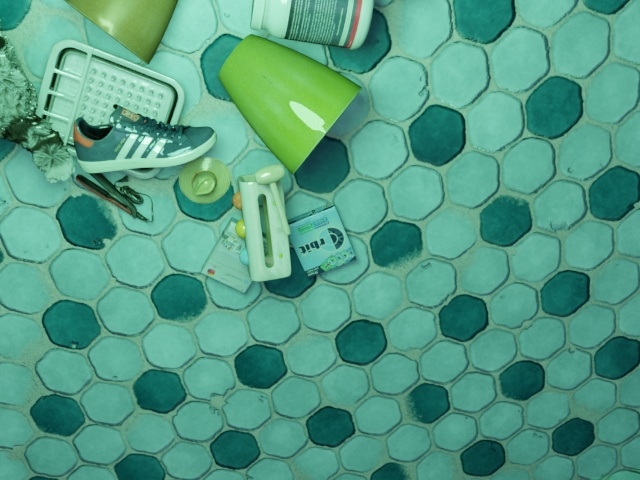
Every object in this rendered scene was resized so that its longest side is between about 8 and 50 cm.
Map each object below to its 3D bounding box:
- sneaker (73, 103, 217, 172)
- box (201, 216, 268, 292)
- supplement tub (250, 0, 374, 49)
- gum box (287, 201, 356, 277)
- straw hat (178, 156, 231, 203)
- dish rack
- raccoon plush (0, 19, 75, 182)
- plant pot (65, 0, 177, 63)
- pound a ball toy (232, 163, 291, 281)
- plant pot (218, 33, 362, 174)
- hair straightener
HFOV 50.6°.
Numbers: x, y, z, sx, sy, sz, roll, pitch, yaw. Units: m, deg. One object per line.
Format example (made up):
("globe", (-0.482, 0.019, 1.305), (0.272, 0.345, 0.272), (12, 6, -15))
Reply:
("sneaker", (-0.434, -0.263, 1.651), (0.349, 0.131, 0.148), (-9, 122, -2))
("box", (-0.237, 0.044, 1.952), (0.145, 0.038, 0.186), (27, 109, -17))
("supplement tub", (-0.021, -0.563, 1.594), (0.272, 0.191, 0.191), (6, 115, -10))
("gum box", (0.000, 0.000, 1.955), (0.156, 0.041, 0.185), (-22, 115, 4))
("straw hat", (-0.315, -0.154, 1.834), (0.144, 0.061, 0.145), (-3, 117, -6))
("dish rack", (-0.533, -0.331, 1.717), (0.332, 0.072, 0.286), (19, 112, -15))
("raccoon plush", (-0.771, -0.362, 1.604), (0.216, 0.299, 0.447), (-21, 134, -6))
("plant pot", (-0.420, -0.578, 1.540), (0.237, 0.237, 0.254), (35, 93, -20))
("pound a ball toy", (-0.159, -0.051, 1.795), (0.135, 0.208, 0.320), (-8, 107, -10))
("plant pot", (-0.095, -0.361, 1.667), (0.293, 0.275, 0.275), (39, 107, -5))
("hair straightener", (-0.539, -0.130, 1.827), (0.230, 0.047, 0.089), (40, 106, -22))
